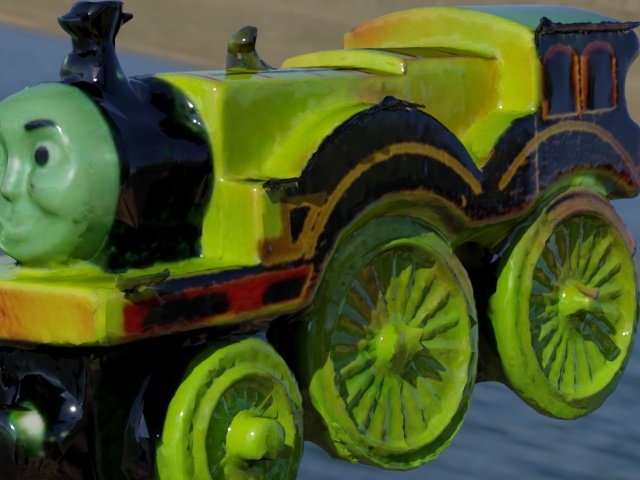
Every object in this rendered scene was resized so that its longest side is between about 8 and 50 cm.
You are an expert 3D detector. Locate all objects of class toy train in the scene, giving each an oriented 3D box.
[{"bbox_3d":[0.000,0.000,0.617,0.100,0.160,0.296,2,9,39],"label":"toy train"}]
